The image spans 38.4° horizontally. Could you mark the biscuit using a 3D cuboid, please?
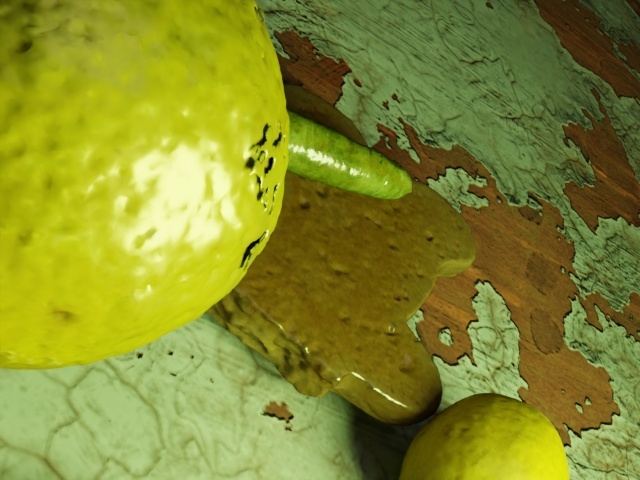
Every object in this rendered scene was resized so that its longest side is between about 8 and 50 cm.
[{"bbox_3d":[0.000,0.000,1.023,0.368,0.076,0.394,38,37,-10],"label":"biscuit"}]

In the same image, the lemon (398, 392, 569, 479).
[{"bbox_3d":[0.162,0.240,0.913,0.170,0.170,0.207,51,36,0],"label":"lemon"}]

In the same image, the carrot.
[{"bbox_3d":[-0.036,-0.107,0.965,0.359,0.074,0.074,17,49,-35],"label":"carrot"}]

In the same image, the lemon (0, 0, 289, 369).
[{"bbox_3d":[-0.208,-0.076,0.661,0.387,0.350,0.349,-10,66,-33],"label":"lemon"}]
